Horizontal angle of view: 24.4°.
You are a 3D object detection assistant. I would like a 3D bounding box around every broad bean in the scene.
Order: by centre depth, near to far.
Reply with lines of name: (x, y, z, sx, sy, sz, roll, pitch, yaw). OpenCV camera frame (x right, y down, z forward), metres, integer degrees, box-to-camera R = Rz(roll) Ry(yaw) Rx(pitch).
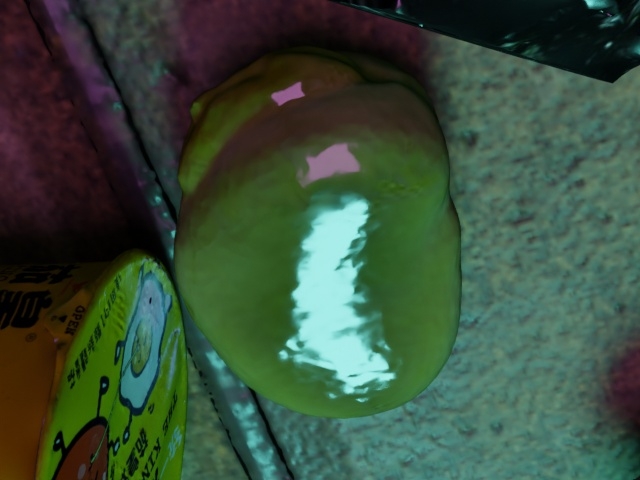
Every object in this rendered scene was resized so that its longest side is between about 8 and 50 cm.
broad bean: (0.000, 0.000, 0.622, 0.125, 0.082, 0.174, 3, 118, 1)

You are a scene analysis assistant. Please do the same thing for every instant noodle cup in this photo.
instant noodle cup: (-0.152, 0.086, 0.638, 0.144, 0.182, 0.182, 6, 120, 12)

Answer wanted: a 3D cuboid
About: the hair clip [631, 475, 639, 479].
hair clip: (0.276, 0.086, 0.648, 0.321, 0.091, 0.138, -27, 124, 30)

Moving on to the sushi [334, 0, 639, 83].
sushi: (0.127, -0.159, 0.472, 0.212, 0.215, 0.227, 16, 99, -10)
